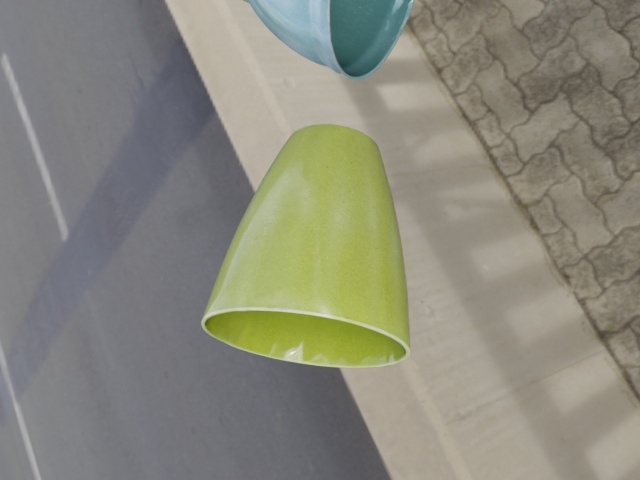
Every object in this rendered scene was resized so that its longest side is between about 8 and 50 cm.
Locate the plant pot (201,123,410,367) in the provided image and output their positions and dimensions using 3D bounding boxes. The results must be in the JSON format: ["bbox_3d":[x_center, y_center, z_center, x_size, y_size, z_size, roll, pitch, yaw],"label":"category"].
[{"bbox_3d":[0.000,0.000,0.955,0.275,0.275,0.293,-23,52,51],"label":"plant pot"}]

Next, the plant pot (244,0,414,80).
[{"bbox_3d":[-0.001,-0.382,0.909,0.196,0.293,0.293,22,120,20],"label":"plant pot"}]
